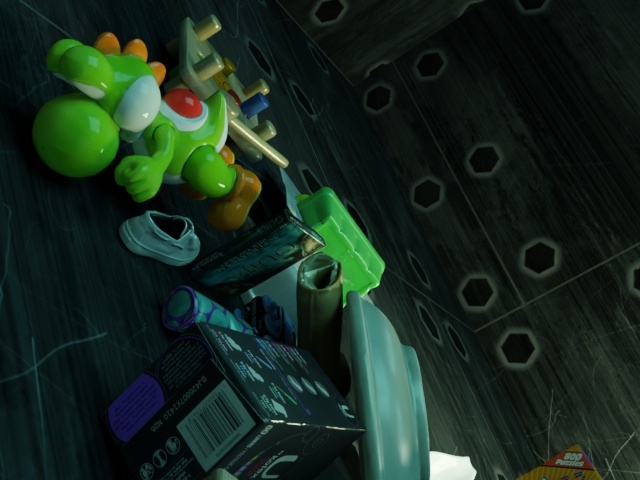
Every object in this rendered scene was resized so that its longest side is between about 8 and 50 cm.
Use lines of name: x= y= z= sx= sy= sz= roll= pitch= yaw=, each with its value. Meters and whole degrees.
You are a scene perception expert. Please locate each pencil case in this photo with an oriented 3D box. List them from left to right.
pencil case: x=-0.156 y=0.120 z=1.164 sx=0.151 sy=0.064 sz=0.070 roll=40 pitch=8 yaw=-49

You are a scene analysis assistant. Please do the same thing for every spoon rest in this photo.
spoon rest: x=0.274 y=0.503 z=1.752 sx=0.137 sy=0.084 sz=0.276 roll=62 pitch=15 yaw=14

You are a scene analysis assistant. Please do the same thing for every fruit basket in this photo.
fruit basket: x=0.000 y=0.000 z=1.800 sx=0.327 sy=0.165 sz=0.353 roll=53 pitch=1 yaw=-21

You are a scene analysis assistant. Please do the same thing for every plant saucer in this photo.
plant saucer: x=0.104 y=0.272 z=1.259 sx=0.400 sy=0.100 sz=0.400 roll=-6 pitch=90 yaw=-89

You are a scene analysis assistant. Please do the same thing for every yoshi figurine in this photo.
yoshi figurine: x=-0.257 y=-0.125 z=1.145 sx=0.362 sy=0.203 sz=0.203 roll=38 pitch=45 yaw=-49

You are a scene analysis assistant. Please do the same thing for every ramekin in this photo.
ramekin: x=-0.055 y=0.079 z=1.475 sx=0.207 sy=0.109 sz=0.207 roll=53 pitch=16 yaw=-22

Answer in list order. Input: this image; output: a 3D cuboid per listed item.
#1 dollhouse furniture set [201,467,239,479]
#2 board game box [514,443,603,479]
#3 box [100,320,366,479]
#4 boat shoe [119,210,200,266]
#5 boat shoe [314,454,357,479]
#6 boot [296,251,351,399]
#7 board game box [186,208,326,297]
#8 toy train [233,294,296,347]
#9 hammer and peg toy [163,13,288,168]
dollhouse furniture set: x=-0.079 y=0.343 z=0.765 sx=0.242 sy=0.161 sz=0.212 roll=47 pitch=24 yaw=-31
board game box: x=0.396 y=0.627 z=1.300 sx=0.356 sy=0.356 sz=0.356 roll=54 pitch=8 yaw=-16
box: x=-0.089 y=0.215 z=0.958 sx=0.143 sy=0.165 sz=0.270 roll=51 pitch=10 yaw=27
boat shoe: x=-0.220 y=-0.010 z=1.211 sx=0.184 sy=0.063 sz=0.066 roll=27 pitch=35 yaw=-62
boat shoe: x=0.031 y=0.358 z=1.136 sx=0.076 sy=0.083 sz=0.226 roll=45 pitch=16 yaw=-29
boot: x=0.007 y=0.143 z=1.325 sx=0.236 sy=0.089 sz=0.269 roll=-86 pitch=176 yaw=-66
board game box: x=-0.098 y=0.025 z=1.294 sx=0.126 sy=0.186 sz=0.026 roll=34 pitch=31 yaw=-56
toy train: x=-0.084 y=0.165 z=1.286 sx=0.105 sy=0.080 sz=0.184 roll=56 pitch=14 yaw=-31
hammer and peg toy: x=-0.198 y=-0.275 z=1.668 sx=0.266 sy=0.127 sz=0.361 roll=50 pitch=18 yaw=-36
